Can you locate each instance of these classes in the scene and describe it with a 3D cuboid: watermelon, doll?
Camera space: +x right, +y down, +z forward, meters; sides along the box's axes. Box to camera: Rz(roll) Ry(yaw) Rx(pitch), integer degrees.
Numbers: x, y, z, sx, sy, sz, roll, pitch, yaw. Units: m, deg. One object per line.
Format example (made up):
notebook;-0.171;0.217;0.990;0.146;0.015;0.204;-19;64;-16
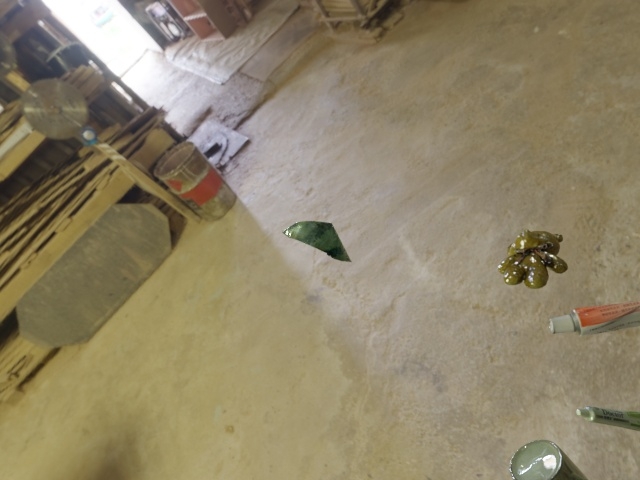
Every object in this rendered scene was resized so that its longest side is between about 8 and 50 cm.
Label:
watermelon;-0.001;-0.003;1.034;0.081;0.180;0.094;-66;10;-16
doll;0.465;0.035;0.935;0.137;0.097;0.209;-11;18;34

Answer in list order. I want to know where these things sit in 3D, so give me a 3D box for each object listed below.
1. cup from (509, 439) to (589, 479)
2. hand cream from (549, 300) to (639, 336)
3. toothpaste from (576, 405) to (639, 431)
cup;0.208;0.218;0.348;0.054;0.083;0.075;-41;6;-7
hand cream;0.423;0.096;0.565;0.216;0.052;0.038;-13;59;13
toothpaste;0.610;0.363;0.861;0.029;0.197;0.048;112;166;-47
